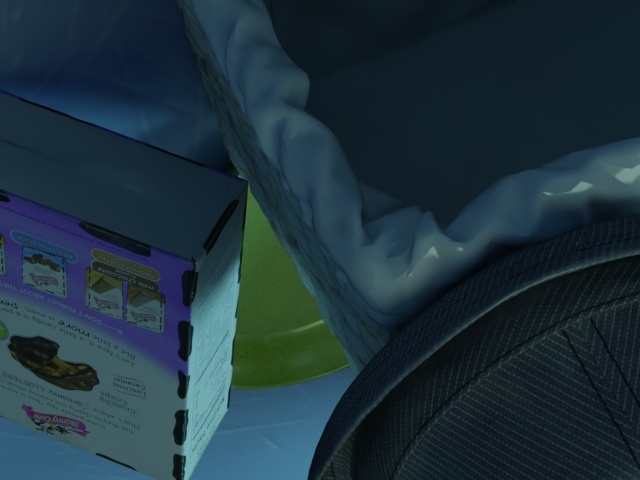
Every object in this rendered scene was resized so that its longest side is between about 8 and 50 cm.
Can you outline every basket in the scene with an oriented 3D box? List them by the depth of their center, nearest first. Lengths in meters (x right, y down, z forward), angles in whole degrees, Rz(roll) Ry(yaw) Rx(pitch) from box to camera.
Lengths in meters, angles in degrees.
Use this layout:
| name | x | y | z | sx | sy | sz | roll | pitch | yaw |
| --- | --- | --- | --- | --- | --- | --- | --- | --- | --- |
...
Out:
| name | x | y | z | sx | sy | sz | roll | pitch | yaw |
| --- | --- | --- | --- | --- | --- | --- | --- | --- | --- |
| basket | 0.112 | -0.091 | 0.957 | 0.331 | 0.328 | 0.266 | -24 | 145 | -9 |

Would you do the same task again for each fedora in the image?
| name | x | y | z | sx | sy | sz | roll | pitch | yaw |
| --- | --- | --- | --- | --- | --- | --- | --- | --- | --- |
| fedora | 0.120 | 0.109 | 0.830 | 0.243 | 0.124 | 0.275 | -19 | 149 | -13 |

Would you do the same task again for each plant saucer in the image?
| name | x | y | z | sx | sy | sz | roll | pitch | yaw |
| --- | --- | --- | --- | --- | --- | --- | --- | --- | --- |
| plant saucer | 0.000 | 0.000 | 1.230 | 0.241 | 0.037 | 0.241 | -18 | 142 | -15 |

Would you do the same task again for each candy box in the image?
| name | x | y | z | sx | sy | sz | roll | pitch | yaw |
| --- | --- | --- | --- | --- | --- | --- | --- | --- | --- |
| candy box | -0.131 | 0.028 | 1.066 | 0.196 | 0.165 | 0.070 | 97 | 17 | -48 |
